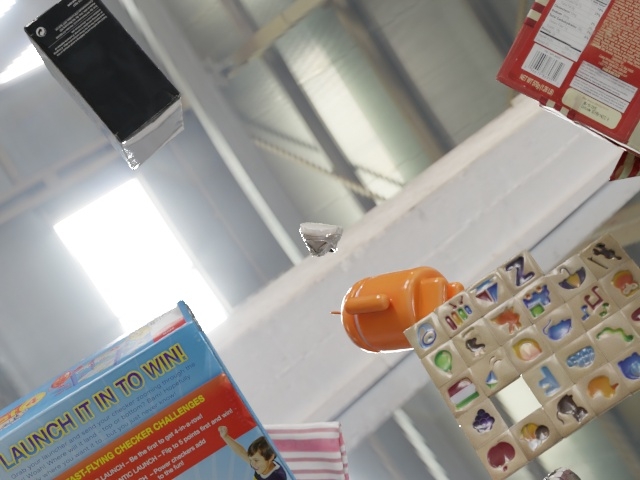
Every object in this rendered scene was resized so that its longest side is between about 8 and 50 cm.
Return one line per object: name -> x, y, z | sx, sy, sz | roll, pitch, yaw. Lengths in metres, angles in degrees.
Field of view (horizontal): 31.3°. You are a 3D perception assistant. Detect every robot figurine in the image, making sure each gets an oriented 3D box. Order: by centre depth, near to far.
robot figurine -> 0.125, 0.112, 1.793 | 0.219, 0.158, 0.128 | -13, -72, 42

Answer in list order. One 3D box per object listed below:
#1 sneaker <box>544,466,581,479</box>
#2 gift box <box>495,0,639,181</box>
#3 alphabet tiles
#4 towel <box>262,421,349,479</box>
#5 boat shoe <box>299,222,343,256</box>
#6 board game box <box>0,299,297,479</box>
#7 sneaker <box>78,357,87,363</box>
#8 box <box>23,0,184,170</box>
sneaker -> 0.394, 0.443, 1.745 | 0.162, 0.281, 0.106 | 23, -75, 25
gift box -> 0.413, -0.240, 1.609 | 0.255, 0.258, 0.276 | 39, -74, 30
alphabet tiles -> 0.226, 0.100, 1.155 | 0.009, 0.237, 0.198 | 46, 11, -53
towel -> -0.031, 0.323, 1.409 | 0.144, 0.029, 0.197 | -8, -88, 17
boat shoe -> 0.000, 0.000, 2.166 | 0.066, 0.184, 0.063 | 8, -88, 8
board game box -> -0.170, 0.262, 1.021 | 0.302, 0.308, 0.086 | 60, -7, -15
sneaker -> -0.305, 0.227, 1.586 | 0.051, 0.070, 0.134 | -2, -90, 32
box -> -0.273, -0.205, 1.495 | 0.184, 0.103, 0.261 | 52, -7, -1
